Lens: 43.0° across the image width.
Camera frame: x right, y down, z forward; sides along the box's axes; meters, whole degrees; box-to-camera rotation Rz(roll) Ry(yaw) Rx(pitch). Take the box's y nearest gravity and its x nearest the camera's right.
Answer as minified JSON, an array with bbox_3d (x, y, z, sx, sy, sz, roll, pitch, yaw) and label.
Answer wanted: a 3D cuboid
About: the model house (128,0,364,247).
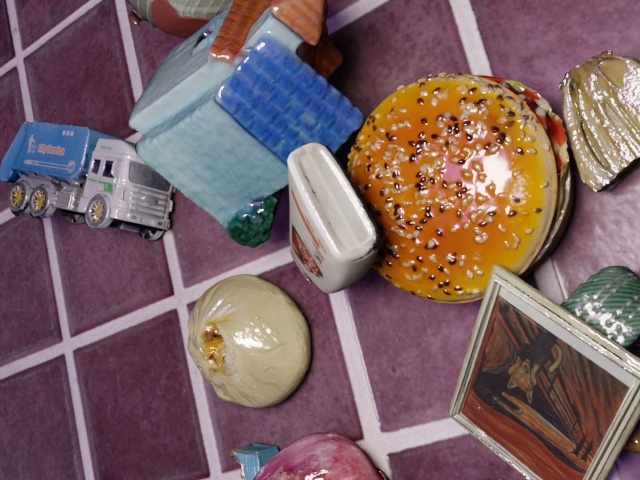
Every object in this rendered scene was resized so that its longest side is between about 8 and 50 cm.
[{"bbox_3d":[-0.054,-0.218,1.088,0.329,0.251,0.295,-36,27,38],"label":"model house"}]

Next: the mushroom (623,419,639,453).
[{"bbox_3d":[0.386,0.216,0.886,0.217,0.147,0.227,-32,59,48],"label":"mushroom"}]

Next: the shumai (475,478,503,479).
[{"bbox_3d":[0.212,0.335,1.009,0.082,0.083,0.080,-40,83,-14],"label":"shumai"}]

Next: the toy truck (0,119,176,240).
[{"bbox_3d":[-0.418,-0.107,1.440,0.367,0.146,0.175,12,89,35],"label":"toy truck"}]

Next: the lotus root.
[{"bbox_3d":[0.351,-0.151,0.951,0.143,0.070,0.144,-36,73,33],"label":"lotus root"}]

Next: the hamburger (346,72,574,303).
[{"bbox_3d":[0.165,-0.069,1.012,0.300,0.176,0.301,-1,88,34],"label":"hamburger"}]

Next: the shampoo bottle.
[{"bbox_3d":[0.000,0.000,1.043,0.071,0.284,0.153,-27,77,-16],"label":"shampoo bottle"}]

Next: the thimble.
[{"bbox_3d":[0.327,0.101,0.922,0.090,0.118,0.135,48,131,32],"label":"thimble"}]

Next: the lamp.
[{"bbox_3d":[-0.191,-0.434,1.246,0.233,0.265,0.233,28,143,24],"label":"lamp"}]

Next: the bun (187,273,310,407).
[{"bbox_3d":[-0.124,0.154,1.227,0.222,0.127,0.223,-2,87,32],"label":"bun"}]

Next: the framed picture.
[{"bbox_3d":[0.253,0.185,0.947,0.216,0.016,0.273,36,138,31],"label":"framed picture"}]

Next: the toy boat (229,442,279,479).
[{"bbox_3d":[-0.090,0.397,1.218,0.077,0.075,0.186,-20,81,30],"label":"toy boat"}]

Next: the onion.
[{"bbox_3d":[-0.027,0.407,1.102,0.283,0.120,0.227,-40,76,10],"label":"onion"}]
